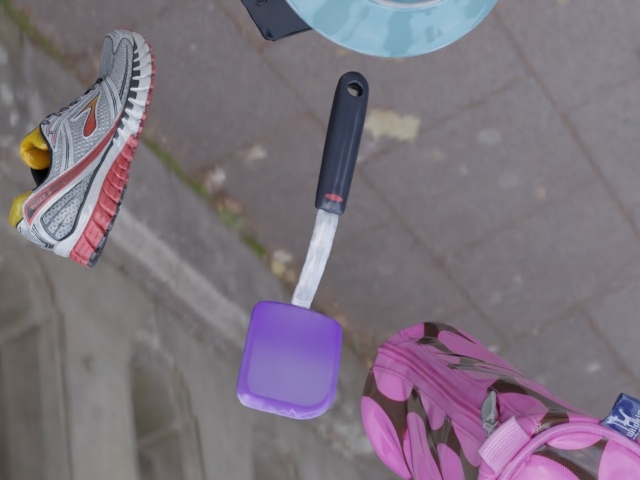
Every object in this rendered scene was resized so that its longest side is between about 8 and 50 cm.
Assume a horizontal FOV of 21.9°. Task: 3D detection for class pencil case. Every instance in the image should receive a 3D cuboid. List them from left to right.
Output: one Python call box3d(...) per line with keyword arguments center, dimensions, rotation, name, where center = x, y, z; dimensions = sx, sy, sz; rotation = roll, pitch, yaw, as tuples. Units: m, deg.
box3d(center=(0.080, 0.094, 0.766), dimensions=(0.098, 0.209, 0.095), rotation=(35, 87, -17), name="pencil case")

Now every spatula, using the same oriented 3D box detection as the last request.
box3d(center=(0.000, 0.000, 1.360), dimensions=(0.084, 0.296, 0.030), rotation=(16, 170, -15), name="spatula")

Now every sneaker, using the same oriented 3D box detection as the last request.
box3d(center=(-0.197, -0.091, 1.377), dimensions=(0.093, 0.225, 0.088), rotation=(19, 146, -10), name="sneaker")

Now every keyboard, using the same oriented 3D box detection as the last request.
box3d(center=(0.022, -0.235, 1.400), dimensions=(0.192, 0.038, 0.100), rotation=(-16, 140, 15), name="keyboard")

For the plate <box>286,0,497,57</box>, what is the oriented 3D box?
box3d(center=(0.048, -0.208, 1.029), dimensions=(0.188, 0.188, 0.024), rotation=(8, -179, -23), name="plate")
